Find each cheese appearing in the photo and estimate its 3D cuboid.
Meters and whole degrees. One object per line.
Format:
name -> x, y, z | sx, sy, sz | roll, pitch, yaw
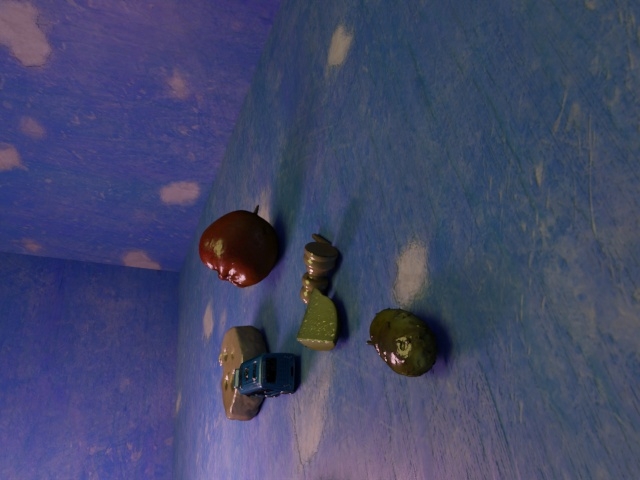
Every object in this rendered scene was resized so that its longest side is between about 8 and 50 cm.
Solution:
cheese -> -0.279, 0.466, 1.885 | 0.318, 0.115, 0.326 | 153, 124, -62

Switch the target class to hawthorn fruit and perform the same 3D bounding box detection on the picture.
hawthorn fruit -> -0.266, 0.007, 1.870 | 0.277, 0.277, 0.298 | -19, 45, 65

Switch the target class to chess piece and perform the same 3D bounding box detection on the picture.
chess piece -> -0.014, 0.097, 1.429 | 0.094, 0.094, 0.170 | -126, 46, -60

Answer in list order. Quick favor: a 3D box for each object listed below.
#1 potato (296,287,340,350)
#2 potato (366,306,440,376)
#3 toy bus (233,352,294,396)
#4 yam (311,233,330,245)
potato -> 0.023, 0.205, 1.354 | 0.120, 0.081, 0.149 | 0, 62, 37
potato -> 0.147, 0.185, 1.005 | 0.225, 0.090, 0.117 | -172, 84, -74
toy bus -> -0.166, 0.408, 1.612 | 0.246, 0.134, 0.113 | 143, 132, -58
yam -> 0.000, 0.000, 1.513 | 0.116, 0.021, 0.021 | -146, 67, -64
